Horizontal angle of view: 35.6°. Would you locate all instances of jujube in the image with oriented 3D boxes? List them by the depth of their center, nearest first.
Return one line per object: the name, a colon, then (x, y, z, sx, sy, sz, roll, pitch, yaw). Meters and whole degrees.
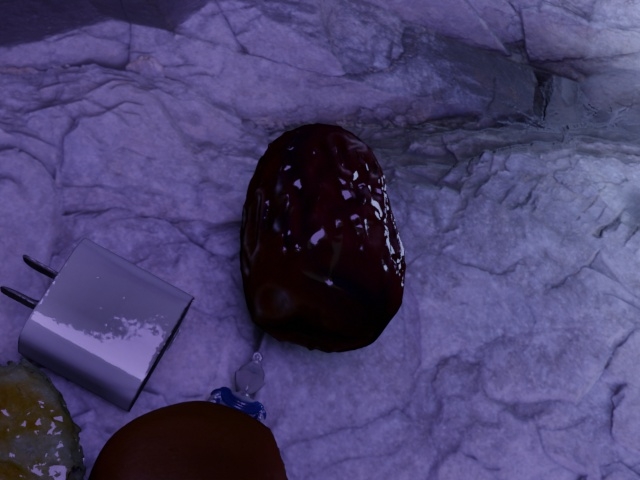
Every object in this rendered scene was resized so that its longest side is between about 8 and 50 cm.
jujube: (0.000, 0.000, 1.556, 0.259, 0.258, 0.376, 4, 52, -16)

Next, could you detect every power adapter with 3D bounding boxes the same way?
power adapter: (-0.339, 0.107, 1.459, 0.255, 0.124, 0.187, 30, 60, -3)

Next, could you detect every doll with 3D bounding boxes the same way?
doll: (-0.132, 0.270, 1.488, 0.114, 0.057, 0.227, 27, 69, 3)

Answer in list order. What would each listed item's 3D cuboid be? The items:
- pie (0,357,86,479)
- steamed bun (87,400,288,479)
pie: (-0.495, 0.358, 1.262, 0.396, 0.180, 0.417, -4, 63, -4)
steamed bun: (-0.175, 0.369, 1.224, 0.248, 0.234, 0.379, 6, 23, -17)
